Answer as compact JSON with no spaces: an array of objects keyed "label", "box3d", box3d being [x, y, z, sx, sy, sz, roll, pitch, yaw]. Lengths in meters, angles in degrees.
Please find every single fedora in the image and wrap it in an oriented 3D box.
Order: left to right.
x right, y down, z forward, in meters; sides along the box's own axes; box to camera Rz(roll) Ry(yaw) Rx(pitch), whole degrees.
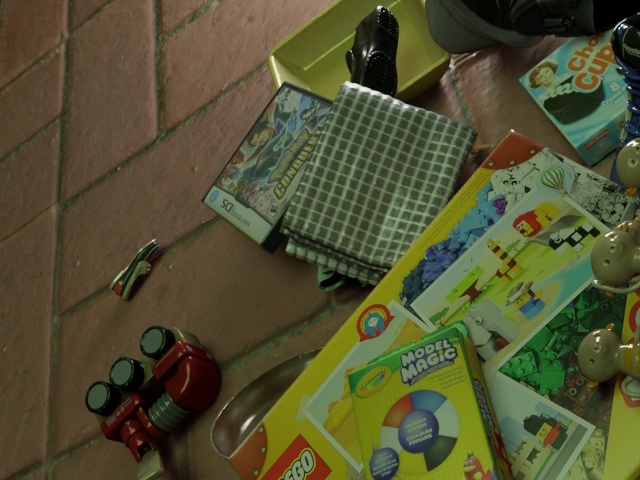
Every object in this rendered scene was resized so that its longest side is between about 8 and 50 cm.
[{"label":"fedora","box3d":[0.254,-0.395,1.485,0.124,0.243,0.275,-44,19,51]}]

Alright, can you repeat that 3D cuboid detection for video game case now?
[{"label":"video game case","box3d":[-0.074,-0.136,1.575,0.275,0.035,0.248,-56,37,0]}]

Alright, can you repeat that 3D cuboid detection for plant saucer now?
[{"label":"plant saucer","box3d":[-0.006,0.237,1.282,0.310,0.050,0.310,-20,16,6]},{"label":"plant saucer","box3d":[0.076,-0.323,1.668,0.333,0.081,0.333,-33,46,19]}]

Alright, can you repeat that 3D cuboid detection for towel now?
[{"label":"towel","box3d":[0.088,-0.081,1.374,0.235,0.121,0.284,21,72,3]}]

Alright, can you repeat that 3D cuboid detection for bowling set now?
[{"label":"bowling set","box3d":[0.294,-0.026,0.760,0.154,0.200,0.287,3,59,40]}]

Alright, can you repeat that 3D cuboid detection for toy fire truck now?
[{"label":"toy fire truck","box3d":[-0.266,0.291,1.512,0.217,0.158,0.246,-44,55,7]}]

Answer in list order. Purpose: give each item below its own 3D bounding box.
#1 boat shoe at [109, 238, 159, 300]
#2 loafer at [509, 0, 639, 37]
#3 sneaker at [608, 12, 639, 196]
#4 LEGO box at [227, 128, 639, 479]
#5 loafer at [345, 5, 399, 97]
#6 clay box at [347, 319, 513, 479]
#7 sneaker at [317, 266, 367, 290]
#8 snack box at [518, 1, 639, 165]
[{"label":"boat shoe","box3d":[-0.367,0.058,1.819,0.043,0.049,0.137,40,88,5]},{"label":"loafer","box3d":[0.411,-0.346,1.293,0.302,0.109,0.095,-11,58,34]},{"label":"sneaker","box3d":[0.426,-0.195,1.141,0.127,0.182,0.315,48,124,48]},{"label":"LEGO box","box3d":[0.202,0.183,0.958,0.500,0.193,0.372,-49,44,-2]},{"label":"loafer","box3d":[0.084,-0.298,1.539,0.078,0.080,0.220,-20,45,42]},{"label":"clay box","box3d":[0.101,0.181,0.858,0.127,0.053,0.222,-28,49,20]},{"label":"sneaker","box3d":[0.000,0.000,1.498,0.256,0.094,0.151,14,66,42]},{"label":"snack box","box3d":[0.468,-0.273,1.312,0.322,0.060,0.187,-39,43,14]}]
